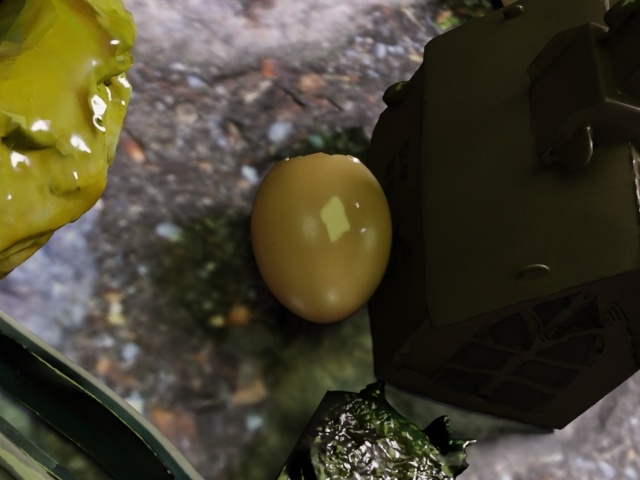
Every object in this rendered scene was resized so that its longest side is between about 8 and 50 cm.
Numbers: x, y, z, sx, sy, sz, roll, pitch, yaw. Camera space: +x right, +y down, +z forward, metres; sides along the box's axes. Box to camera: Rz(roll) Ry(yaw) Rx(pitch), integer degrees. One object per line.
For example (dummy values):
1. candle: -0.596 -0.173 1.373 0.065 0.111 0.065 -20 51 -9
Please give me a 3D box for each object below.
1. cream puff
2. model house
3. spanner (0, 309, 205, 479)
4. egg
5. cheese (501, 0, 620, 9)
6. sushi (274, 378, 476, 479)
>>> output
1. cream puff: -0.211 -0.106 0.488 0.282 0.185 0.282 9 46 -9
2. model house: 0.159 -0.037 0.583 0.204 0.243 0.211 14 53 -15
3. spanner: -0.069 0.132 0.477 0.325 0.040 0.095 36 27 4
4. egg: 0.000 0.000 0.593 0.080 0.080 0.096 11 68 -18
5. cheese: 0.242 -0.285 0.885 0.384 0.104 0.384 12 54 -17
6. sushi: 0.026 0.119 0.539 0.083 0.056 0.084 29 51 4
